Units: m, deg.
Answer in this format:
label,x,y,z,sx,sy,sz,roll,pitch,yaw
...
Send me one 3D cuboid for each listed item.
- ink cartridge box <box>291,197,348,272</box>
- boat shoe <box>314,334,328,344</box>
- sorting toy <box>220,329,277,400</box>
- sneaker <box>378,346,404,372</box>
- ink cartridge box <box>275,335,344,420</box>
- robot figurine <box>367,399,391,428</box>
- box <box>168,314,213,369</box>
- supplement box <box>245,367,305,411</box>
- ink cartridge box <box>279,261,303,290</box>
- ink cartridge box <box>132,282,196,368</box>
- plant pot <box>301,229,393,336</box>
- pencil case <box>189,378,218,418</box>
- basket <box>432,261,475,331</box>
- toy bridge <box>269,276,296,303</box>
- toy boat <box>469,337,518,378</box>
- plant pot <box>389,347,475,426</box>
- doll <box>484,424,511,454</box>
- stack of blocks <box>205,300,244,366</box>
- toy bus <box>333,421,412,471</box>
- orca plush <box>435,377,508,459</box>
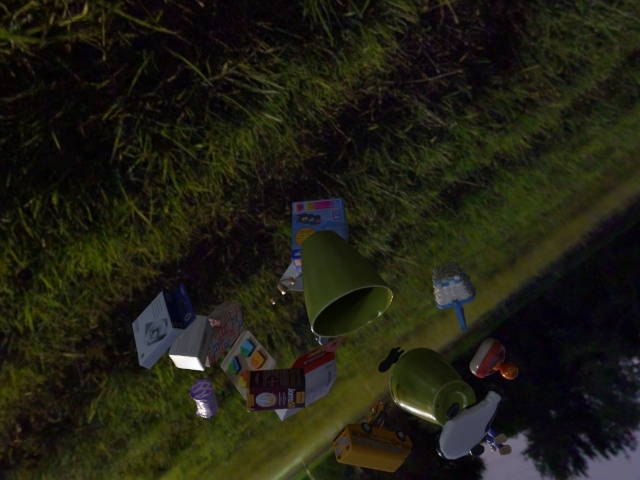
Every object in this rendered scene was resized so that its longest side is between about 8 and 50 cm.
label,x,y,z,sx,sy,sz,roll,pitch,yaw
ink cartridge box,0.000,0.000,2.048,0.270,0.395,0.151,-6,149,6
boat shoe,0.017,0.446,2.204,0.065,0.083,0.183,18,91,-28
sorting toy,-0.286,0.482,1.642,0.193,0.208,0.038,-56,145,3
sneaker,0.356,0.601,2.116,0.170,0.051,0.089,-51,147,-13
ink cartridge box,-0.035,0.645,1.986,0.308,0.091,0.385,-13,138,-42
robot figurine,0.271,0.941,2.151,0.291,0.085,0.211,-58,163,-13
box,-0.538,0.427,1.771,0.119,0.181,0.182,6,147,-1
supplement box,-0.144,0.483,1.366,0.188,0.081,0.104,-1,118,-6
ink cartridge box,-0.110,0.192,2.331,0.154,0.093,0.212,-58,159,3
ink cartridge box,-0.525,0.268,1.400,0.224,0.223,0.045,-47,130,1
plant pot,0.047,0.116,1.380,0.274,0.293,0.275,-18,144,-13
pencil case,-0.448,0.610,1.623,0.088,0.086,0.206,-18,141,-22
basket,0.670,0.275,2.102,0.201,0.289,0.255,-14,-161,16
toy bridge,-0.195,0.236,2.095,0.026,0.063,0.188,-24,-165,44
toy boat,0.651,0.453,1.554,0.151,0.151,0.231,-60,153,2
plant pot,0.595,0.781,2.173,0.366,0.366,0.353,-28,-172,-12
doll,0.538,0.614,1.348,0.046,0.129,0.189,-23,-178,-3
stack of blocks,-0.492,0.440,2.027,0.297,0.087,0.171,-46,137,-57
toy bus,0.216,0.816,1.662,0.332,0.130,0.108,24,112,-24
orca plush,0.427,0.533,1.262,0.287,0.151,0.102,-48,-178,-27
